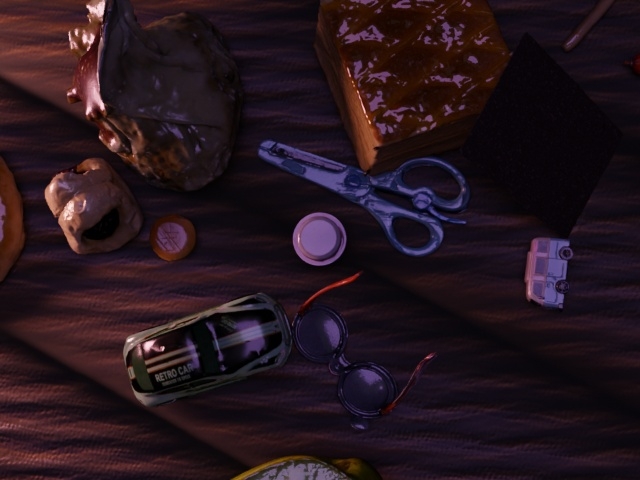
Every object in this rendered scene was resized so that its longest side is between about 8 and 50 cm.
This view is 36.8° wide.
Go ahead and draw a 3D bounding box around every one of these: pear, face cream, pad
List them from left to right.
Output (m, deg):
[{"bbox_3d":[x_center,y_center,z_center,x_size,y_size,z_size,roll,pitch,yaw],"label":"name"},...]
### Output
[{"bbox_3d":[-0.026,0.455,1.566,0.286,0.176,0.282,43,86,3],"label":"pear"},{"bbox_3d":[0.000,0.000,1.653,0.091,0.095,0.091,0,83,4],"label":"face cream"},{"bbox_3d":[0.368,-0.160,1.572,0.004,0.330,0.220,25,83,51],"label":"pad"}]

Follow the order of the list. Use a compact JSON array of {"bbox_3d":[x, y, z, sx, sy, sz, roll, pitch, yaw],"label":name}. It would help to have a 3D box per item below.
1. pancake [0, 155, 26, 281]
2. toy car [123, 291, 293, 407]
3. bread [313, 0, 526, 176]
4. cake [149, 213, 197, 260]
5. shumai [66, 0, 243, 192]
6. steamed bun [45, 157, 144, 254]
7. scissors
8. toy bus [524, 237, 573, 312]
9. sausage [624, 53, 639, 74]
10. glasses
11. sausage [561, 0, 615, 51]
[{"bbox_3d":[-0.720,-0.039,1.719,0.387,0.082,0.387,0,87,5],"label":"pancake"},{"bbox_3d":[-0.202,0.186,1.615,0.306,0.125,0.136,-19,83,16],"label":"toy car"},{"bbox_3d":[0.157,-0.289,1.603,0.279,0.207,0.279,-17,79,-5],"label":"bread"},{"bbox_3d":[-0.259,-0.006,1.700,0.084,0.044,0.084,0,85,5],"label":"cake"},{"bbox_3d":[-0.283,-0.251,1.607,0.292,0.288,0.330,-20,81,1],"label":"shumai"},{"bbox_3d":[-0.405,-0.064,1.662,0.141,0.155,0.172,-33,83,-1],"label":"steamed bun"},{"bbox_3d":[0.072,-0.102,1.691,0.393,0.032,0.180,21,85,7],"label":"scissors"},{"bbox_3d":[0.385,0.057,1.635,0.075,0.060,0.123,7,82,10],"label":"toy bus"},{"bbox_3d":[0.601,-0.302,1.668,0.145,0.050,0.048,6,125,5],"label":"sausage"},{"bbox_3d":[0.053,0.174,1.549,0.118,0.268,0.234,-36,80,-19],"label":"glasses"},{"bbox_3d":[0.474,-0.385,1.699,0.024,0.024,0.132,40,87,8],"label":"sausage"}]
